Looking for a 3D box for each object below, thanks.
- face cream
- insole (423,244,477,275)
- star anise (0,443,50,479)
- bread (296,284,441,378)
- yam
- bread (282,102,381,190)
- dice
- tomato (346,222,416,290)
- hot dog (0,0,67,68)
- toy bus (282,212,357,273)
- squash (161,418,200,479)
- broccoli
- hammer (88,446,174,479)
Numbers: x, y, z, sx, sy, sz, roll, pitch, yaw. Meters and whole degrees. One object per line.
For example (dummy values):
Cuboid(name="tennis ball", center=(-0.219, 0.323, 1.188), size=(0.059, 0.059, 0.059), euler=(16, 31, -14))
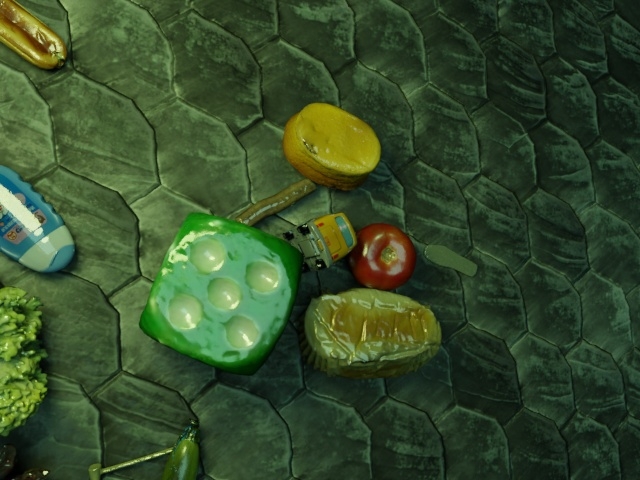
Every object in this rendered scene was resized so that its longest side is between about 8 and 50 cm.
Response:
Cuboid(name="face cream", center=(-0.671, -0.036, 1.013), size=(0.149, 0.083, 0.264), euler=(-44, 100, -11))
Cuboid(name="insole", center=(0.398, 0.059, 1.376), size=(0.191, 0.010, 0.063), euler=(23, 82, -16))
Cuboid(name="star anise", center=(-0.694, 0.552, 0.962), size=(0.212, 0.129, 0.283), euler=(18, 91, -9))
Cuboid(name="bread", center=(0.126, 0.255, 1.212), size=(0.387, 0.183, 0.236), euler=(10, 70, -10))
Cuboid(name="yam", center=(-0.118, -0.098, 1.205), size=(0.241, 0.056, 0.057), euler=(-31, 96, -18))
Cuboid(name="bread", center=(0.031, -0.248, 1.207), size=(0.269, 0.142, 0.196), euler=(21, 70, -17))
Cuboid(name="dice", center=(-0.221, 0.115, 1.036), size=(0.286, 0.297, 0.300), euler=(24, 81, -11))
Cuboid(name="tomato", center=(0.165, 0.046, 1.240), size=(0.194, 0.136, 0.195), euler=(1, 85, -15))
Cuboid(name="hot dog", center=(-0.704, -0.491, 1.033), size=(0.249, 0.068, 0.100), euler=(39, 64, -14))
Cuboid(name="toy bus", center=(0.000, 0.000, 1.160), size=(0.136, 0.209, 0.126), euler=(-28, 95, -26))
Cuboid(name="squash", center=(-0.350, 0.595, 1.084), size=(0.087, 0.087, 0.332), euler=(20, 80, -15))
Cuboid(name="broccoli", center=(-0.717, 0.257, 0.879), size=(0.292, 0.281, 0.349), euler=(-5, 80, -19))
Cuboid(name="hammer", center=(-0.448, 0.544, 1.085), size=(0.195, 0.028, 0.060), euler=(-10, 96, -19))
